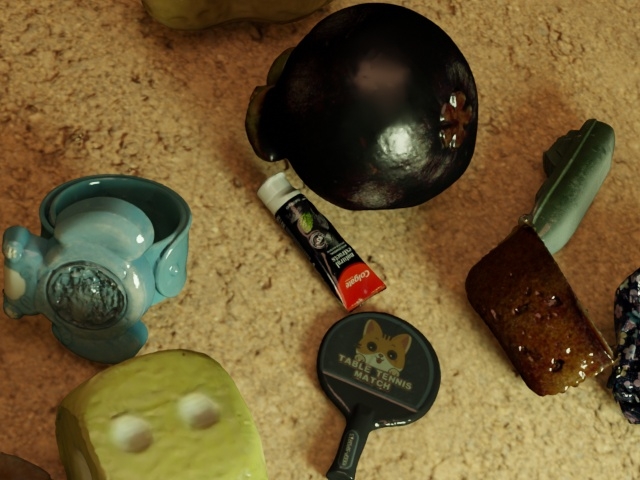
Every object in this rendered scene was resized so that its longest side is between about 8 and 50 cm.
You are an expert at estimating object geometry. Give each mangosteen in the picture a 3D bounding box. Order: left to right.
[{"bbox_3d":[0.040,-0.165,1.679,0.302,0.275,0.275,7,45,35],"label":"mangosteen"}]

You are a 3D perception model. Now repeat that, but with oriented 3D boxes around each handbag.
[{"bbox_3d":[0.459,0.147,1.639,0.229,0.127,0.207,13,67,1],"label":"handbag"}]

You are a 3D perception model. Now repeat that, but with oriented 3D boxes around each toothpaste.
[{"bbox_3d":[0.000,0.000,1.665,0.071,0.045,0.193,-29,74,-38],"label":"toothpaste"}]

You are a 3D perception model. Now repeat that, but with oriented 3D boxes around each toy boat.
[{"bbox_3d":[0.311,-0.062,1.775,0.085,0.078,0.260,15,49,26],"label":"toy boat"}]

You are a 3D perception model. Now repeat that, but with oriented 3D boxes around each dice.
[{"bbox_3d":[-0.165,0.222,1.390,0.169,0.166,0.169,-16,63,-25],"label":"dice"}]

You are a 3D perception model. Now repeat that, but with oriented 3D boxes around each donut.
[{"bbox_3d":[0.257,0.081,1.625,0.126,0.144,0.186,-36,94,6],"label":"donut"}]

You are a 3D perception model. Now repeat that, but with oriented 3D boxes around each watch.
[{"bbox_3d":[-0.245,0.007,1.522,0.211,0.211,0.193,19,33,-3],"label":"watch"}]

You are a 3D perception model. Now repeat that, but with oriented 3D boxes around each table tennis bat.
[{"bbox_3d":[0.057,0.180,1.571,0.150,0.027,0.236,23,52,0],"label":"table tennis bat"}]

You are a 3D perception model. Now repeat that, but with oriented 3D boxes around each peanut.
[{"bbox_3d":[-0.090,-0.353,1.816,0.319,0.147,0.147,-16,63,-28],"label":"peanut"}]

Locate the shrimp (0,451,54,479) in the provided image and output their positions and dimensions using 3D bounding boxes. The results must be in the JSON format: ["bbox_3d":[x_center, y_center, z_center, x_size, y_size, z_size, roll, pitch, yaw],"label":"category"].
[{"bbox_3d":[-0.309,0.348,1.324,0.168,0.077,0.317,-2,55,-20],"label":"shrimp"}]
